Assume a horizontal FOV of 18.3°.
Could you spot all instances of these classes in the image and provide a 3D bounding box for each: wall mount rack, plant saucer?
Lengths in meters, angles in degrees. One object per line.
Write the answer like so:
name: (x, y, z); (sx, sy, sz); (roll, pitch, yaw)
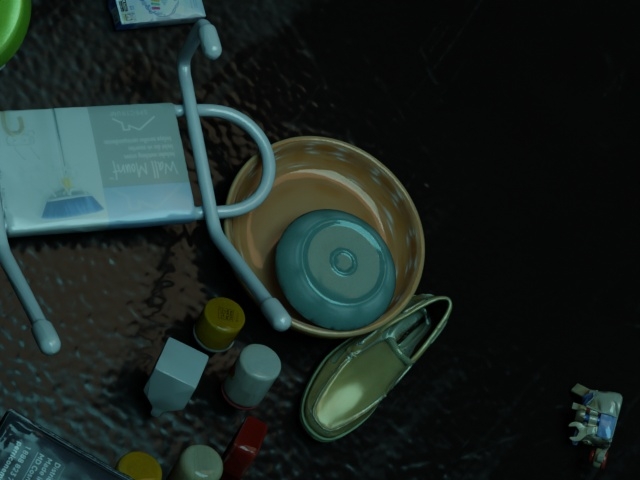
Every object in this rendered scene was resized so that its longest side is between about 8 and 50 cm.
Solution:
wall mount rack: (-0.174, -0.037, 1.710); (0.350, 0.130, 0.304); (-5, 70, -23)
plant saucer: (0.018, 0.023, 1.822); (0.119, 0.021, 0.119); (8, 66, -19)
plant saucer: (0.000, 0.000, 1.858); (0.200, 0.037, 0.200); (8, 67, -19)

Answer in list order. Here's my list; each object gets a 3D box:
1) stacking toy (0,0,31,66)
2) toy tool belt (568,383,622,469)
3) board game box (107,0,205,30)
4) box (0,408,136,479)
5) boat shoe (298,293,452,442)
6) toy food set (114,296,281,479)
stacking toy: (-0.399, -0.222, 1.600); (0.279, 0.130, 0.309); (-26, 86, -3)
toy tool belt: (0.264, 0.182, 1.961); (0.051, 0.052, 0.083); (15, 61, 9)
board game box: (-0.160, -0.245, 1.867); (0.090, 0.020, 0.090); (-9, 80, -30)
box: (-0.168, 0.308, 1.501); (0.294, 0.296, 0.183); (28, 63, -4)
boat shoe: (0.053, 0.110, 1.846); (0.068, 0.072, 0.190); (47, 59, -9)
toy food set: (-0.112, 0.168, 1.744); (0.111, 0.104, 0.232); (26, 45, -5)
